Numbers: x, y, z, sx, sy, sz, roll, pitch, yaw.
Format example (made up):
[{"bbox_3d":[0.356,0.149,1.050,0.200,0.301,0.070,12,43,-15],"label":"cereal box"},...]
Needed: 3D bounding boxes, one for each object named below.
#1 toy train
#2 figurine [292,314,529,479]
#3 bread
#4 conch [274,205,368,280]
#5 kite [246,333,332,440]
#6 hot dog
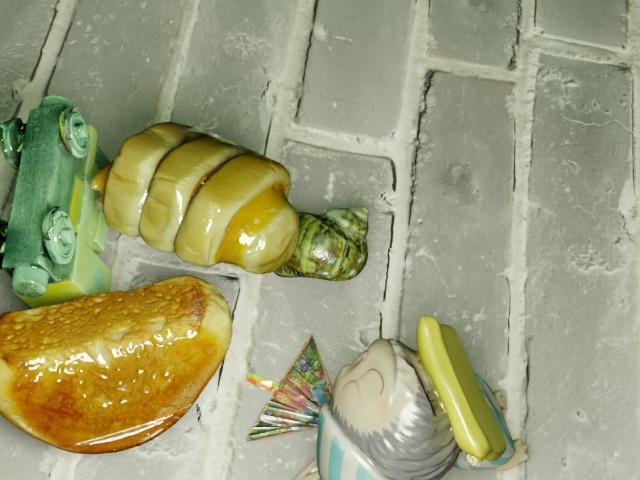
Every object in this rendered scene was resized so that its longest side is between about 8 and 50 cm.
[{"bbox_3d":[-0.456,-0.052,1.959,0.160,0.253,0.397,-9,57,15],"label":"toy train"},{"bbox_3d":[0.105,0.323,1.853,0.377,0.361,0.266,-26,55,15],"label":"figurine"},{"bbox_3d":[-0.189,-0.077,1.944,0.341,0.210,0.300,25,14,31],"label":"bread"},{"bbox_3d":[0.001,-0.002,2.079,0.181,0.124,0.187,-28,58,-27],"label":"conch"},{"bbox_3d":[-0.042,0.266,1.964,0.183,0.014,0.241,22,57,9],"label":"kite"},{"bbox_3d":[-0.337,0.213,1.832,0.405,0.223,0.185,-12,29,-14],"label":"hot dog"}]
